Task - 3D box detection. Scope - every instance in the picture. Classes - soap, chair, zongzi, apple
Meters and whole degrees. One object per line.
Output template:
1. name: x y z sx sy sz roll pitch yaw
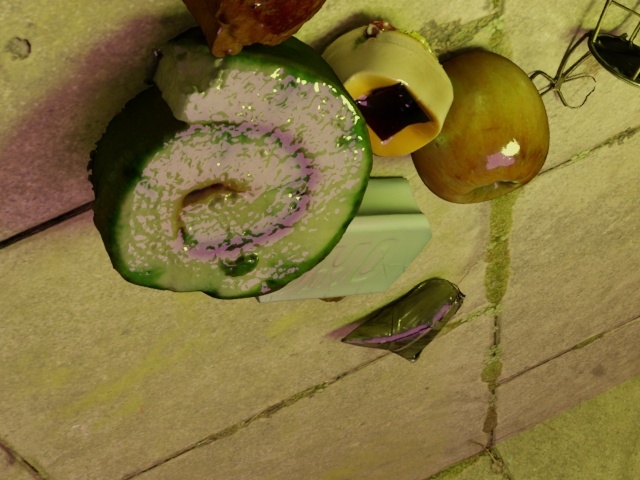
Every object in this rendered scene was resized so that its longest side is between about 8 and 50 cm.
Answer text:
1. soap: 0.000 0.000 1.951 0.347 0.115 0.208 -3 142 -39
2. chair: 0.474 -0.287 1.862 0.160 0.170 0.325 -7 139 -38
3. zongzi: 0.166 0.143 2.368 0.204 0.094 0.205 12 129 -39
4. apple: 0.240 -0.172 1.819 0.237 0.207 0.237 -12 165 -3

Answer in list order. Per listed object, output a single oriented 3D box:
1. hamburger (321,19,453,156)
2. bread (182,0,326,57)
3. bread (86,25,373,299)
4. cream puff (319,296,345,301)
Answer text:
1. hamburger: 0.091 -0.210 1.667 0.173 0.116 0.210 -29 139 23
2. bread: -0.051 -0.317 1.317 0.246 0.135 0.232 -49 168 35
3. bread: -0.120 -0.096 1.534 0.366 0.129 0.381 -19 129 -6
4. cream puff: 0.023 0.080 2.161 0.083 0.058 0.083 -38 148 21
